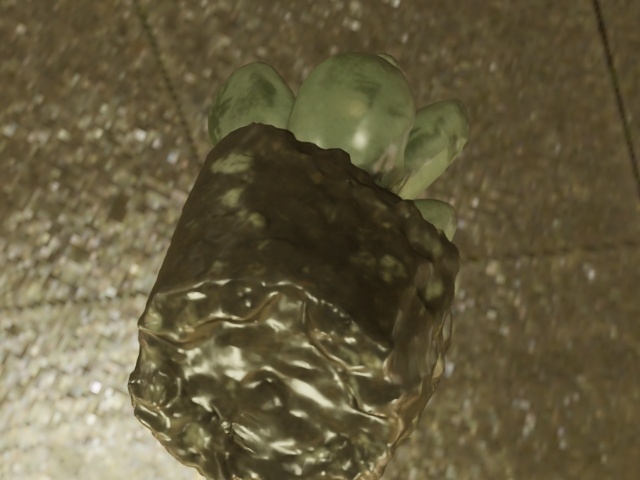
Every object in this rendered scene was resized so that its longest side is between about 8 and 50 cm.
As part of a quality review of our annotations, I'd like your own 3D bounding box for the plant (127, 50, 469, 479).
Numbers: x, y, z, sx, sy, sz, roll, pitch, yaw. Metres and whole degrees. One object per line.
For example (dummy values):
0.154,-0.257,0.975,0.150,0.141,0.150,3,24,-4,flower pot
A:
0.002,0.002,0.968,0.146,0.274,0.149,23,124,-7,plant
